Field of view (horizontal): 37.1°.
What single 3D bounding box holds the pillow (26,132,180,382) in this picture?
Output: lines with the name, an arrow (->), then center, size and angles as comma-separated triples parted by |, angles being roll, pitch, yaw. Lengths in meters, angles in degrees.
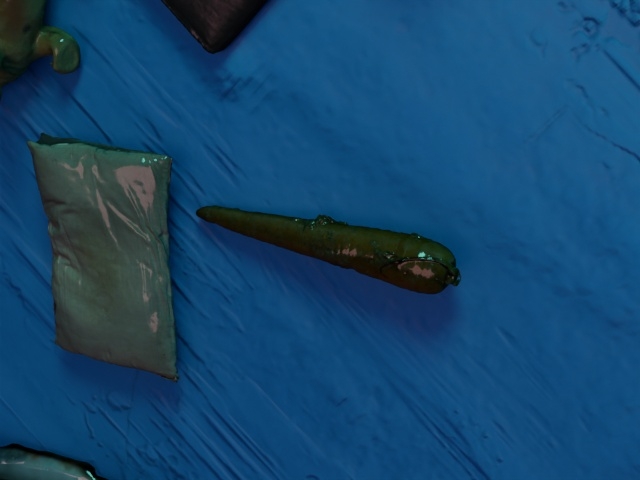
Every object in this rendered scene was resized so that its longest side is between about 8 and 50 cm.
pillow -> -0.201, 0.017, 0.905 | 0.148, 0.050, 0.229 | 11, 115, 25

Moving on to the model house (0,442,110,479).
model house -> -0.294, 0.390, 1.012 | 0.253, 0.184, 0.291 | 9, 116, 16

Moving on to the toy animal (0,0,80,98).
toy animal -> -0.277, -0.198, 0.846 | 0.101, 0.103, 0.218 | 36, 123, 30

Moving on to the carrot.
carrot -> 0.000, 0.000, 0.816 | 0.254, 0.049, 0.049 | 13, 113, 23

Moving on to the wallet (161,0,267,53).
wallet -> -0.051, -0.270, 0.748 | 0.124, 0.025, 0.244 | 48, 118, -2
